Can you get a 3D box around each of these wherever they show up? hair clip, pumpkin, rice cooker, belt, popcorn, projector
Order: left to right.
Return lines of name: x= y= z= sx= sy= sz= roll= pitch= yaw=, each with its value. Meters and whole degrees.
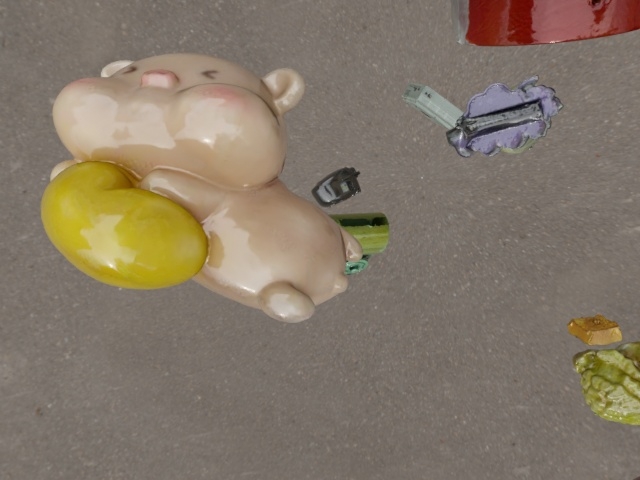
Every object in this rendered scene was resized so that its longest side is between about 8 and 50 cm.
rice cooker: x=0.065 y=-0.203 z=1.838 sx=0.203 sy=0.142 sz=0.118 roll=-28 pitch=92 yaw=-19
projector: x=0.310 y=-0.374 z=1.342 sx=0.147 sy=0.115 sz=0.061 roll=28 pitch=105 yaw=-21
hair clip: x=0.316 y=-0.216 z=0.841 sx=0.195 sy=0.052 sz=0.124 roll=-16 pitch=91 yaw=21
belt: x=0.366 y=-0.398 z=0.787 sx=0.324 sy=0.227 sz=0.115 roll=7 pitch=123 yaw=29
pumpkin: x=0.597 y=0.200 z=1.049 sx=0.083 sy=0.074 sz=0.054 roll=-6 pitch=106 yaw=-4
popcorn: x=0.818 y=0.378 z=1.303 sx=0.237 sy=0.206 sz=0.251 roll=-46 pitch=75 yaw=4

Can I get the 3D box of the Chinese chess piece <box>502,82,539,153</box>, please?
Chinese chess piece: x=0.653 y=-0.395 z=1.568 sx=0.092 sy=0.238 sz=0.238 roll=40 pitch=106 yaw=39

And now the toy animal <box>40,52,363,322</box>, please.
toy animal: x=-0.111 y=-0.075 z=0.487 sx=0.345 sy=0.277 sz=0.247 roll=22 pitch=99 yaw=7

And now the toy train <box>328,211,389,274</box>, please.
toy train: x=-0.001 y=-0.008 z=1.041 sx=0.307 sy=0.189 sz=0.126 roll=-3 pitch=54 yaw=-17

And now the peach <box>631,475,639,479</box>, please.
peach: x=0.570 y=0.459 z=0.671 sx=0.332 sy=0.308 sz=0.308 roll=13 pitch=100 yaw=13
